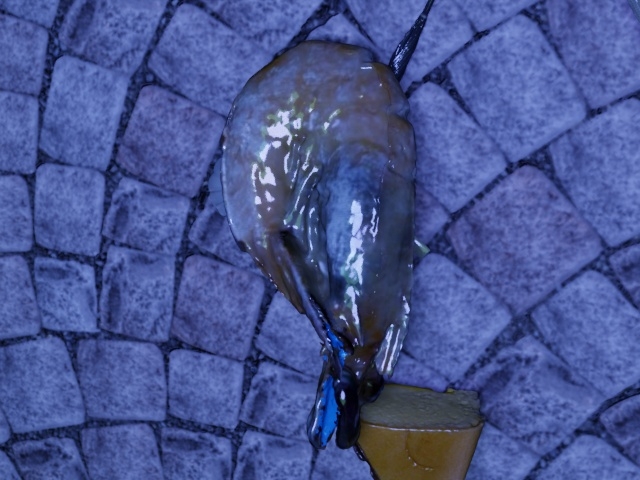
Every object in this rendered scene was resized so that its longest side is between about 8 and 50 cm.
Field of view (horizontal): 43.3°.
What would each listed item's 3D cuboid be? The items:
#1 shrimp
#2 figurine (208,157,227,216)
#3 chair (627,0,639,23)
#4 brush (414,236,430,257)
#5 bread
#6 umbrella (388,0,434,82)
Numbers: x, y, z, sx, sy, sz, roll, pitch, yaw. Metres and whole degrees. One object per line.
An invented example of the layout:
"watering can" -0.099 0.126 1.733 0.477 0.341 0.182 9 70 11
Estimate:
"shrimp" 0.000 0.000 0.868 0.221 0.110 0.446 -5 83 12
"figurine" -0.083 -0.067 0.962 0.086 0.082 0.095 25 96 24
"chair" 0.322 -0.323 0.744 0.160 0.186 0.319 -35 93 8
"brush" 0.095 -0.011 0.957 0.083 0.013 0.016 43 106 0
"bread" 0.090 0.243 0.952 0.160 0.140 0.169 18 106 3
"umbrella" 0.069 -0.156 0.927 0.044 0.044 0.269 33 99 31
